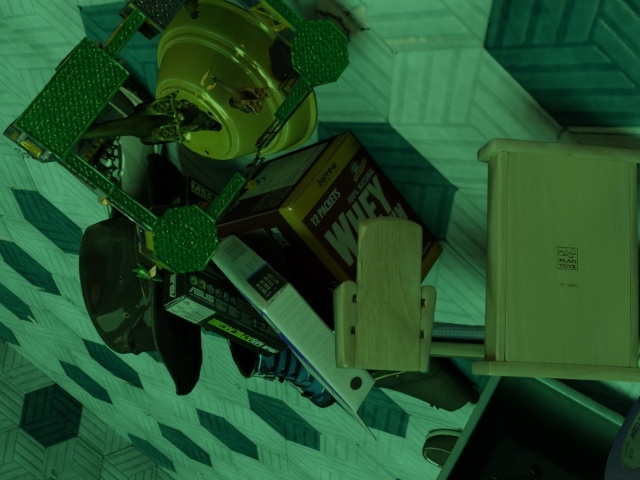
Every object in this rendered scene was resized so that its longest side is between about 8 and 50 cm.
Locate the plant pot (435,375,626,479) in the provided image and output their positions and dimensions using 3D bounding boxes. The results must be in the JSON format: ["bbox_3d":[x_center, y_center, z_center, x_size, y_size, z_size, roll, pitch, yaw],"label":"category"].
[{"bbox_3d":[0.280,0.334,1.073,0.247,0.247,0.252,28,167,14],"label":"plant pot"}]

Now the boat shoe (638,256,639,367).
[{"bbox_3d":[0.333,0.056,0.744,0.103,0.113,0.302,8,158,7],"label":"boat shoe"}]

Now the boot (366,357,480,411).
[{"bbox_3d":[0.125,0.215,1.223,0.137,0.076,0.198,40,151,-15],"label":"boot"}]

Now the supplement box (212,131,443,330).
[{"bbox_3d":[0.000,0.000,0.995,0.191,0.129,0.194,49,148,-20],"label":"supplement box"}]

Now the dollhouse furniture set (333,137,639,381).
[{"bbox_3d":[0.139,0.035,0.824,0.287,0.198,0.303,4,171,-8],"label":"dollhouse furniture set"}]

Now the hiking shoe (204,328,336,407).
[{"bbox_3d":[-0.079,0.181,1.321,0.113,0.132,0.304,-3,132,48],"label":"hiking shoe"}]

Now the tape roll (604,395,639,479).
[{"bbox_3d":[0.374,0.198,0.827,0.080,0.189,0.189,34,150,6],"label":"tape roll"}]

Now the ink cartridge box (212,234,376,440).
[{"bbox_3d":[-0.022,0.101,0.908,0.208,0.045,0.206,53,171,-25],"label":"ink cartridge box"}]

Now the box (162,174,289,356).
[{"bbox_3d":[-0.118,0.035,1.061,0.045,0.184,0.191,-29,139,27],"label":"box"}]

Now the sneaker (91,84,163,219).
[{"bbox_3d":[-0.275,-0.115,1.142,0.100,0.108,0.271,25,146,25],"label":"sneaker"}]

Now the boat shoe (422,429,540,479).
[{"bbox_3d":[0.245,0.355,1.289,0.228,0.068,0.081,1,134,45],"label":"boat shoe"}]

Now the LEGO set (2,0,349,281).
[{"bbox_3d":[-0.150,-0.138,0.807,0.255,0.331,0.192,30,172,-23],"label":"LEGO set"}]

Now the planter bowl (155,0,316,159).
[{"bbox_3d":[-0.120,-0.159,0.939,0.217,0.090,0.217,26,147,18],"label":"planter bowl"}]

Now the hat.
[{"bbox_3d":[-0.249,0.052,1.119,0.134,0.331,0.331,-6,140,2],"label":"hat"}]
